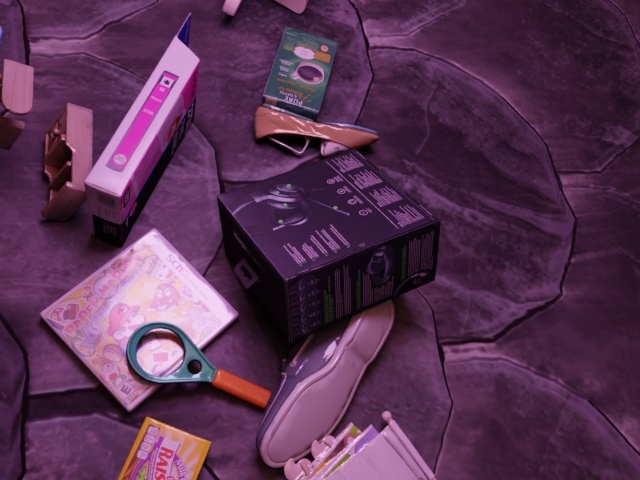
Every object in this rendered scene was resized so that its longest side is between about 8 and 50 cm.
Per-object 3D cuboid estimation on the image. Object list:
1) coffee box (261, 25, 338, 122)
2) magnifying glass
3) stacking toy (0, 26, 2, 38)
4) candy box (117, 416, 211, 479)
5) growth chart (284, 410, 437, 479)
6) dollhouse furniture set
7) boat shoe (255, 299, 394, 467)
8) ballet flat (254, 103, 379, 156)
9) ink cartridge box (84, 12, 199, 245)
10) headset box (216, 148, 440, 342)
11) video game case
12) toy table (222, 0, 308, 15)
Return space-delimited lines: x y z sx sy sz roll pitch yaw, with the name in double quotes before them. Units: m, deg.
"coffee box" -0.039 -0.321 1.381 0.113 0.040 0.184 15 62 -5
"magnifying glass" -0.183 0.196 1.087 0.231 0.026 0.092 28 66 -12
"stacking toy" -0.632 -0.403 1.132 0.166 0.302 0.175 30 61 2
"candy box" -0.242 0.365 1.013 0.105 0.027 0.206 23 62 -5
"growth chart" 0.053 0.364 1.076 0.237 0.021 0.172 -28 81 -23
"dollhouse furniture set" -0.486 -0.145 1.100 0.242 0.212 0.161 13 57 -38
"boat shoe" -0.005 0.206 1.125 0.099 0.116 0.319 15 60 44
"ballet flat" -0.010 -0.190 1.319 0.232 0.080 0.073 13 91 -4
"ink cartridge box" -0.273 -0.185 1.184 0.069 0.176 0.371 21 62 -3
"headset box" 0.000 0.000 1.131 0.283 0.131 0.246 -21 42 -22
"video game case" -0.279 0.118 1.122 0.206 0.026 0.227 44 64 9
"toy table" -0.111 -0.561 1.389 0.274 0.161 0.252 36 50 -3
